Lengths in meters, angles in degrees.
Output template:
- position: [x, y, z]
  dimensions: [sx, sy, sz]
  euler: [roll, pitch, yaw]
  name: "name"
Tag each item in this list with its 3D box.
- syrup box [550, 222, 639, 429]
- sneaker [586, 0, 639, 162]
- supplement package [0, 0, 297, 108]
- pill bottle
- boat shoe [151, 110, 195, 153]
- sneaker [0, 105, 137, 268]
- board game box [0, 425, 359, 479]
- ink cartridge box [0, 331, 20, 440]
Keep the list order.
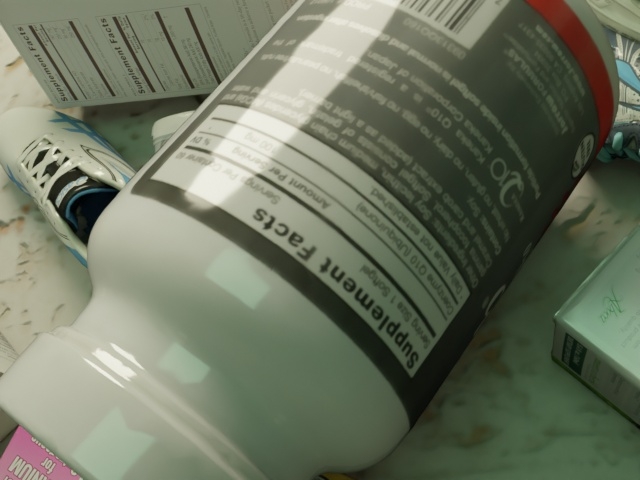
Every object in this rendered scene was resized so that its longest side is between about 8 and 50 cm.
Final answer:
- position: [0.259, 0.099, 0.499]
  dimensions: [0.096, 0.093, 0.237]
  euler: [-46, 65, -7]
  name: "syrup box"
- position: [0.231, -0.090, 0.596]
  dimensions: [0.122, 0.110, 0.283]
  euler: [-46, 61, 13]
  name: "sneaker"
- position: [-0.119, -0.209, 0.687]
  dimensions: [0.244, 0.133, 0.139]
  euler: [-4, 53, 13]
  name: "supplement package"
- position: [0.000, 0.000, 0.498]
  dimensions: [0.210, 0.210, 0.363]
  euler: [30, 69, 23]
  name: "pill bottle"
- position: [-0.044, -0.077, 0.671]
  dimensions: [0.184, 0.066, 0.063]
  euler: [-7, 88, 5]
  name: "boat shoe"
- position: [-0.194, -0.045, 0.681]
  dimensions: [0.237, 0.086, 0.085]
  euler: [40, 84, 26]
  name: "sneaker"
- position: [-0.138, 0.257, 0.553]
  dimensions: [0.242, 0.064, 0.316]
  euler: [20, 74, 21]
  name: "board game box"
- position: [-0.339, 0.094, 0.660]
  dimensions: [0.148, 0.086, 0.203]
  euler: [-46, 64, -7]
  name: "ink cartridge box"
